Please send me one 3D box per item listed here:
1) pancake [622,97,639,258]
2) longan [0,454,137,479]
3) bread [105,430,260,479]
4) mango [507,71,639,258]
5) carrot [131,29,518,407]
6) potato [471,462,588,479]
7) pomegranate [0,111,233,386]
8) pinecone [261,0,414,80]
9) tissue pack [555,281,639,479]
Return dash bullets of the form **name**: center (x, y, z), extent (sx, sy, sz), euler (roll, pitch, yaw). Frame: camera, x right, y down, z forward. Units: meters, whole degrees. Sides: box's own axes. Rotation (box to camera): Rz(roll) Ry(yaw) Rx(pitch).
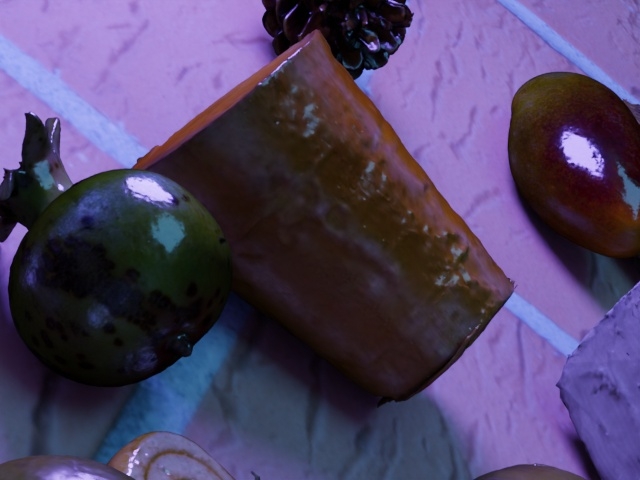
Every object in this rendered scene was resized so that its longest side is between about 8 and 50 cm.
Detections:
- **pancake**: center (0.415, -0.013, 1.959), extent (0.387, 0.082, 0.387), euler (29, 25, -15)
- **longan**: center (-0.139, 0.192, 0.961), extent (0.154, 0.176, 0.145), euler (34, -21, 31)
- **bread**: center (-0.076, 0.183, 1.099), extent (0.149, 0.073, 0.122), euler (46, 31, 6)
- **mango**: center (0.242, -0.082, 1.806), extent (0.267, 0.133, 0.111), euler (-109, -174, -51)
- **carrot**: center (0.000, 0.000, 1.361), extent (0.254, 0.196, 0.196), euler (49, 28, -9)
- **potato**: center (0.187, 0.253, 1.310), extent (0.138, 0.098, 0.243), euler (19, 37, -39)
- **pomegranate**: center (-0.141, 0.012, 1.189), extent (0.169, 0.148, 0.148), euler (32, 29, 3)
- **pinecone**: center (0.019, -0.207, 1.669), extent (0.140, 0.140, 0.121), euler (23, 0, -31)
- **tissue pack**: center (0.438, 0.162, 1.580), extent (0.416, 0.253, 0.264), euler (12, 41, -45)
